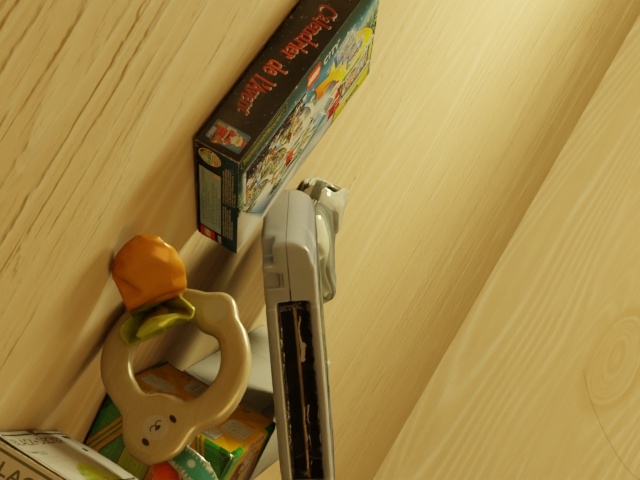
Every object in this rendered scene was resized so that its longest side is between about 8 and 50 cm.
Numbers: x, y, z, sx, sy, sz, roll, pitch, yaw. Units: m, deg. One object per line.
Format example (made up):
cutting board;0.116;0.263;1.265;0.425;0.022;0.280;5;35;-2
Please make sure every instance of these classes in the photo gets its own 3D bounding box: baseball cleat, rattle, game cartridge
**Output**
baseball cleat;0.000;0.000;1.659;0.206;0.072;0.109;97;18;-69
rattle;-0.119;0.118;1.215;0.143;0.130;0.199;121;-21;-64
game cartridge;-0.020;0.109;1.487;0.196;0.060;0.294;-102;-173;-71

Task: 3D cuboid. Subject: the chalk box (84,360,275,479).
chalk box;-0.157;0.242;1.425;0.213;0.132;0.132;-65;168;12

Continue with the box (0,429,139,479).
box;-0.267;0.293;1.199;0.290;0.087;0.169;-60;168;-3

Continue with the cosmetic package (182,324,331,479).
cosmetic package;-0.086;0.186;1.665;0.127;0.107;0.238;-65;164;14

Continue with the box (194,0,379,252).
box;-0.027;-0.120;1.336;0.233;0.044;0.159;-55;167;-25
